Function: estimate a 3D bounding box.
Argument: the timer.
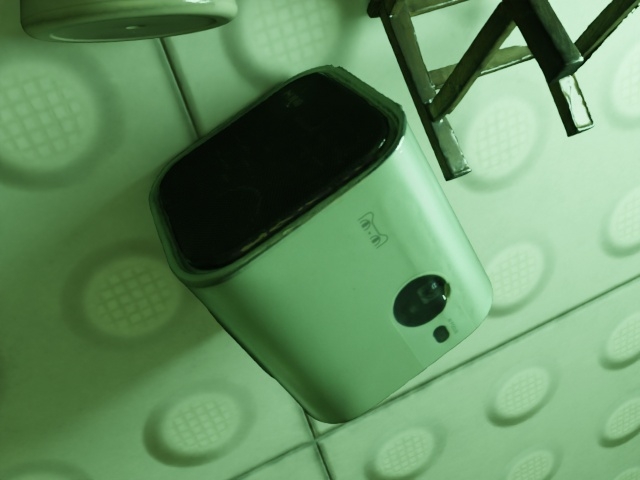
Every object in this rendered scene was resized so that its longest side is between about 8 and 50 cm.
[{"bbox_3d":[-0.171,-0.305,0.518,0.175,0.175,0.265,-11,103,-19],"label":"timer"}]

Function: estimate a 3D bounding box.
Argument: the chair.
[{"bbox_3d":[0.155,-0.309,0.637,0.203,0.416,0.240,-21,169,-12],"label":"chair"}]

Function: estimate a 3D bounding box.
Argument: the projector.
[{"bbox_3d":[0.000,0.000,0.686,0.249,0.248,0.249,-36,126,-1],"label":"projector"}]
